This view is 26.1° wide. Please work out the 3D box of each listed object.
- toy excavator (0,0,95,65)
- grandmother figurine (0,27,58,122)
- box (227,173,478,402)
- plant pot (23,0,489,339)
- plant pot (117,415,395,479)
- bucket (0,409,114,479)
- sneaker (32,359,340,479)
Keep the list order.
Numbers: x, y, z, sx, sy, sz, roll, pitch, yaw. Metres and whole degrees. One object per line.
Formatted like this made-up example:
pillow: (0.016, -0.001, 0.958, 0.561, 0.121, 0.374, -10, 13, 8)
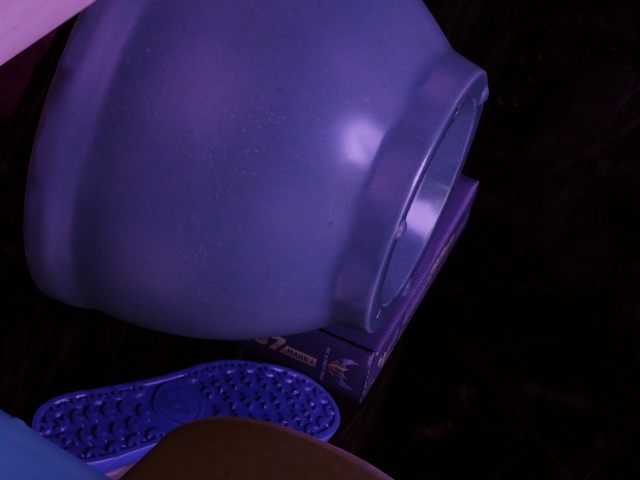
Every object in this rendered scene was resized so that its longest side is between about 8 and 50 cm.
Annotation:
toy excavator: (0.009, -0.250, 0.345, 0.222, 0.433, 0.445, 68, 13, -75)
grandmother figurine: (-0.123, -0.115, 0.507, 0.342, 0.104, 0.208, -68, 160, -4)
box: (0.000, 0.000, 1.082, 0.233, 0.183, 0.059, -54, 164, -45)
plant pot: (-0.019, -0.059, 0.845, 0.293, 0.196, 0.293, -61, 167, -24)
plant pot: (-0.072, 0.244, 0.389, 0.293, 0.275, 0.275, -34, 151, -34)
bucket: (-0.184, 0.206, 0.650, 0.281, 0.183, 0.281, -61, 168, -24)
sneaker: (-0.101, 0.144, 0.962, 0.232, 0.081, 0.090, -1, 139, -30)
